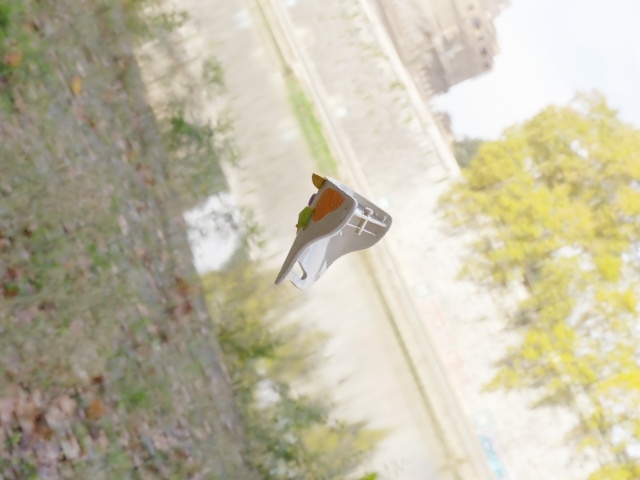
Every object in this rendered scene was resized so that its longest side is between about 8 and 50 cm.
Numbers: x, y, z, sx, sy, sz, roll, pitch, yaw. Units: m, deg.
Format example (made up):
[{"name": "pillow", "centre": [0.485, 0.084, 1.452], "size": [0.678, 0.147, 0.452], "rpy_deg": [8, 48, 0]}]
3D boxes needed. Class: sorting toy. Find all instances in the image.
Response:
[{"name": "sorting toy", "centre": [0.000, 0.000, 0.711], "size": [0.045, 0.075, 0.083], "rpy_deg": [36, 6, 20]}]
